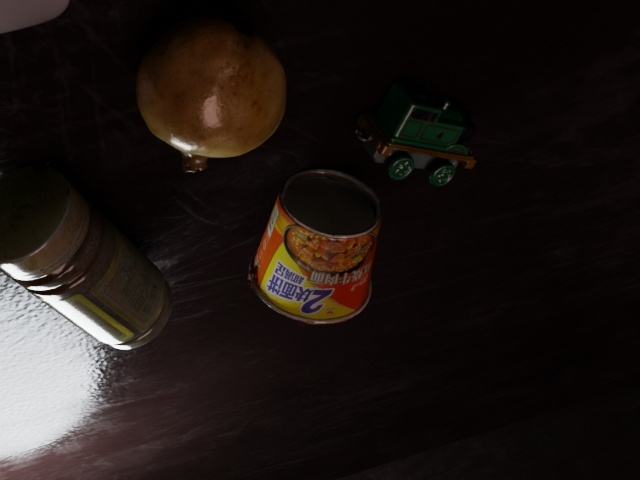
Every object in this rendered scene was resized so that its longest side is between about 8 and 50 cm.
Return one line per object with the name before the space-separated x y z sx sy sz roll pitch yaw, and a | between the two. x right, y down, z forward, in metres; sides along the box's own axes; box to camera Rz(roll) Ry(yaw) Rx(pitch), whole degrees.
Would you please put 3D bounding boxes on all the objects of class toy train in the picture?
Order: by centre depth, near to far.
toy train | 0.156 -0.165 1.296 0.227 0.091 0.136 4 129 -31

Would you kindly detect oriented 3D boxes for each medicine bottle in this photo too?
medicine bottle | -0.350 0.039 1.254 0.151 0.151 0.322 -24 146 5

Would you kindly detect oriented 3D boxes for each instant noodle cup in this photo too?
instant noodle cup | 0.000 0.000 1.354 0.213 0.213 0.174 -5 135 -22

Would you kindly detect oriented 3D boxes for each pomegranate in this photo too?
pomegranate | -0.135 -0.175 1.050 0.196 0.196 0.196 -14 145 -10

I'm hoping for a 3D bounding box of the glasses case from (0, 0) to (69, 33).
glasses case | -0.386 -0.260 0.904 0.233 0.059 0.092 -15 147 -9
